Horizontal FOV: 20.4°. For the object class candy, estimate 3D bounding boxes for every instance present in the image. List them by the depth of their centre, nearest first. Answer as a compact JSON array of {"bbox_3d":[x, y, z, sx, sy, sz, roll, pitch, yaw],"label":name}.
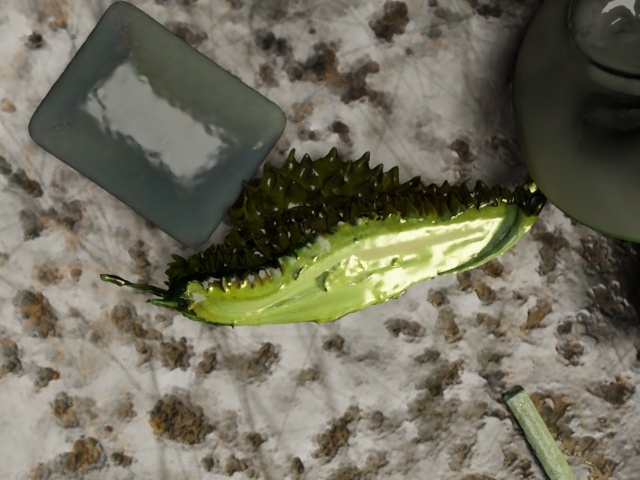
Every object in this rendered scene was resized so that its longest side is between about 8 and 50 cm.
[{"bbox_3d":[-0.131,-0.093,1.436,0.174,0.071,0.138,35,89,-11],"label":"candy"}]

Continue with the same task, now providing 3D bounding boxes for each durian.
[{"bbox_3d":[0.002,0.000,1.438,0.375,0.106,0.132,-14,121,-15],"label":"durian"}]

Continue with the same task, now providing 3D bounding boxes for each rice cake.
[{"bbox_3d":[0.194,0.181,1.532,0.022,0.021,0.121,-30,96,-1],"label":"rice cake"}]

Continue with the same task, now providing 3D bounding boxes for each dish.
[{"bbox_3d":[0.286,-0.159,1.364,0.324,0.324,0.124,-38,134,-4],"label":"dish"}]
